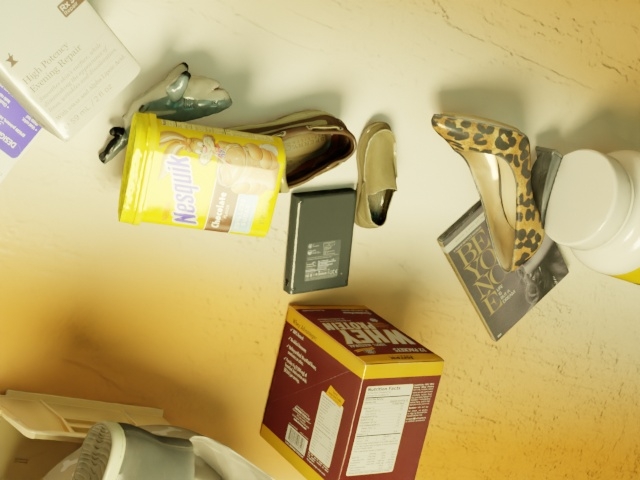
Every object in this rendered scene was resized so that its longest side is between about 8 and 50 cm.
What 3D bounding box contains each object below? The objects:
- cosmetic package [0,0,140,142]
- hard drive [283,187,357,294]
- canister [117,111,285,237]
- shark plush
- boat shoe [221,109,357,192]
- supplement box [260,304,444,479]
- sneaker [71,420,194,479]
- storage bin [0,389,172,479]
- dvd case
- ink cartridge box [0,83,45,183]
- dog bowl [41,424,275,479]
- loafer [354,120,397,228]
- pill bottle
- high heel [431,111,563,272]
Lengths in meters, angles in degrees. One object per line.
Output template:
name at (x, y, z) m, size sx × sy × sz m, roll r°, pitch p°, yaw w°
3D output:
cosmetic package at (-0.298, -0.222, 1.203) m, size 0.117 × 0.085 × 0.231 m, roll -47°, pitch 127°, yaw -11°
hard drive at (0.000, 0.000, 1.591) m, size 0.094 × 0.022 × 0.135 m, roll -7°, pitch 113°, yaw -32°
canister at (-0.134, -0.071, 1.367) m, size 0.170 × 0.073 × 0.126 m, roll 7°, pitch 116°, yaw -15°
shark plush at (-0.182, -0.136, 1.377) m, size 0.161 × 0.073 × 0.067 m, roll -38°, pitch 110°, yaw -9°
boat shoe at (-0.071, -0.093, 1.457) m, size 0.257 × 0.095 × 0.095 m, roll -26°, pitch 122°, yaw -23°
supplement box at (0.038, 0.208, 1.596) m, size 0.129 × 0.191 × 0.194 m, roll 2°, pitch 108°, yaw -35°
sneaker at (-0.208, 0.301, 1.254) m, size 0.118 × 0.083 × 0.222 m, roll 18°, pitch 97°, yaw -38°
storage bin at (-0.309, 0.330, 1.456) m, size 0.260 × 0.123 × 0.262 m, roll 14°, pitch 101°, yaw -37°
dvd case at (0.275, 0.024, 1.790) m, size 0.164 × 0.018 × 0.221 m, roll -42°, pitch 126°, yaw -13°
ink cartridge box at (-0.356, -0.189, 1.257) m, size 0.208 × 0.045 × 0.206 m, roll -53°, pitch 128°, yaw -7°
dog bowl at (-0.205, 0.371, 1.402) m, size 0.348 × 0.102 × 0.349 m, roll -13°, pitch 116°, yaw -29°
loafer at (0.078, -0.082, 1.592) m, size 0.056 × 0.050 × 0.148 m, roll -9°, pitch 114°, yaw -31°
pill bottle at (0.486, -0.027, 1.804) m, size 0.334 × 0.188 × 0.188 m, roll 16°, pitch 100°, yaw -37°
high heel at (0.226, -0.065, 1.657) m, size 0.261 × 0.093 × 0.186 m, roll 18°, pitch 89°, yaw -39°
